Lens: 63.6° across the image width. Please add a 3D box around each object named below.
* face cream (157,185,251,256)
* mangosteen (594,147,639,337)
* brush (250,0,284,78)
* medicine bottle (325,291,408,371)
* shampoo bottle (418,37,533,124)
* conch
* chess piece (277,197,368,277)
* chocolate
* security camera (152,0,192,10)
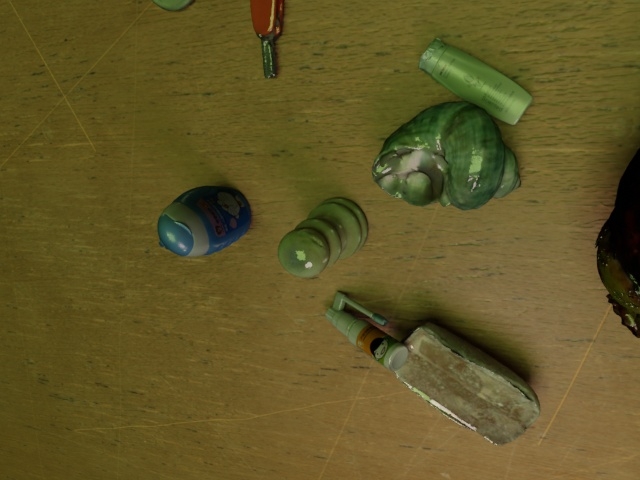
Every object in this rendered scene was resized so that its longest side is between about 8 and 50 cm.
[{"bbox_3d":[-0.252,-0.042,1.112,0.083,0.264,0.149,-37,91,28],"label":"face cream"},{"bbox_3d":[0.617,0.011,0.734,0.380,0.381,0.422,10,121,18],"label":"mangosteen"},{"bbox_3d":[-0.107,-0.491,1.027,0.070,0.051,0.324,4,108,18],"label":"brush"},{"bbox_3d":[0.096,0.190,1.120,0.220,0.061,0.092,27,106,45],"label":"medicine bottle"},{"bbox_3d":[0.280,-0.289,0.940,0.212,0.049,0.072,33,120,9],"label":"shampoo bottle"},{"bbox_3d":[0.243,-0.144,0.944,0.277,0.195,0.220,12,124,-7],"label":"conch"},{"bbox_3d":[0.000,0.000,1.038,0.133,0.243,0.133,7,108,21],"label":"chess piece"},{"bbox_3d":[0.305,0.290,1.091,0.303,0.100,0.185,34,128,13],"label":"chocolate"},{"bbox_3d":[-0.278,-0.607,1.048,0.301,0.080,0.157,-37,92,30],"label":"security camera"}]
